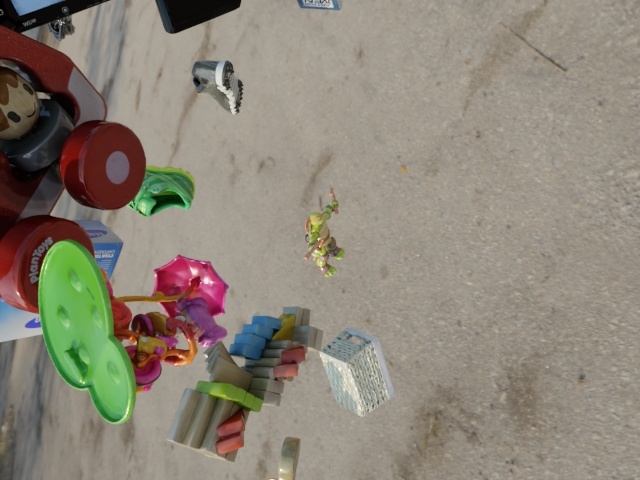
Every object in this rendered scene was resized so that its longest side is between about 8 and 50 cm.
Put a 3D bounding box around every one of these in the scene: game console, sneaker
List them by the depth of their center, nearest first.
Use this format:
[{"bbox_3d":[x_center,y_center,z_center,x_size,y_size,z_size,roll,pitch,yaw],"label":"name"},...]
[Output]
[{"bbox_3d":[-0.274,-0.361,0.646,0.044,0.361,0.213,38,152,36],"label":"game console"},{"bbox_3d":[-0.254,-0.380,1.203,0.234,0.106,0.078,82,-159,-84],"label":"sneaker"},{"bbox_3d":[-0.465,-0.128,1.245,0.109,0.295,0.124,121,141,-52],"label":"sneaker"}]

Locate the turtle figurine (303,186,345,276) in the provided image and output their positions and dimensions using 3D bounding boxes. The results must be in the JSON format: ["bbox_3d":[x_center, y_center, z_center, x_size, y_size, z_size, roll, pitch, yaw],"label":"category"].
[{"bbox_3d":[0.000,0.000,1.370,0.087,0.218,0.270,1,47,19],"label":"turtle figurine"}]

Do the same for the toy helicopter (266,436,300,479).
[{"bbox_3d":[-0.080,0.597,1.077,0.235,0.140,0.356,-23,-58,-80],"label":"toy helicopter"}]

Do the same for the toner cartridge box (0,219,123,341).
[{"bbox_3d":[-0.453,0.056,0.660,0.075,0.347,0.165,34,107,23],"label":"toner cartridge box"}]

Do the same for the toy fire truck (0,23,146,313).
[{"bbox_3d":[-0.335,-0.079,0.480,0.169,0.254,0.303,11,67,18],"label":"toy fire truck"}]

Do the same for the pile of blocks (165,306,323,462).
[{"bbox_3d":[-0.105,0.221,0.862,0.112,0.149,0.362,-9,28,38],"label":"pile of blocks"}]

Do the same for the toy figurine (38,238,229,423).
[{"bbox_3d":[-0.151,0.071,0.468,0.173,0.159,0.130,43,119,28],"label":"toy figurine"}]

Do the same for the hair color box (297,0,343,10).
[{"bbox_3d":[-0.026,-0.630,0.943,0.105,0.347,0.174,11,81,18],"label":"hair color box"}]

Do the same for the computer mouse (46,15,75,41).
[{"bbox_3d":[-0.474,-0.480,0.828,0.184,0.060,0.262,-10,108,61],"label":"computer mouse"}]

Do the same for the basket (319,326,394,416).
[{"bbox_3d":[0.083,0.304,1.129,0.113,0.103,0.167,8,122,52],"label":"basket"}]
